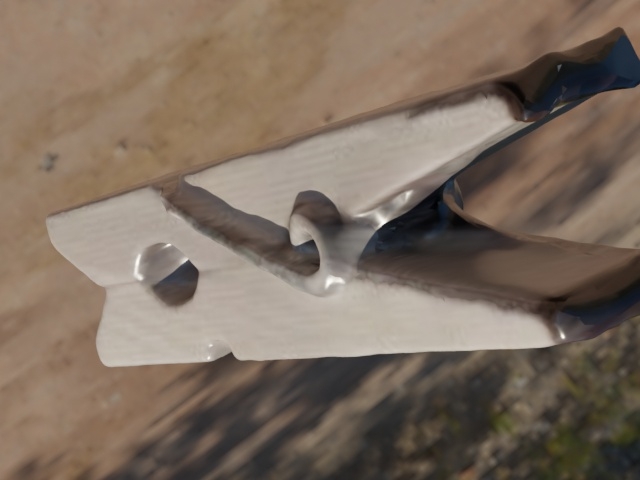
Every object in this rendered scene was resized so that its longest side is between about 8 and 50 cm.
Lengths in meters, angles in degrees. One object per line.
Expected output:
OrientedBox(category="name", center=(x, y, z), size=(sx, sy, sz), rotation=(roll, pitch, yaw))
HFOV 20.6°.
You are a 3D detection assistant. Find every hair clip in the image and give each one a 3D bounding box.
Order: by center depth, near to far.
OrientedBox(category="hair clip", center=(0.003, -0.002, 0.752), size=(0.085, 0.101, 0.330), rotation=(-28, -169, -36))
